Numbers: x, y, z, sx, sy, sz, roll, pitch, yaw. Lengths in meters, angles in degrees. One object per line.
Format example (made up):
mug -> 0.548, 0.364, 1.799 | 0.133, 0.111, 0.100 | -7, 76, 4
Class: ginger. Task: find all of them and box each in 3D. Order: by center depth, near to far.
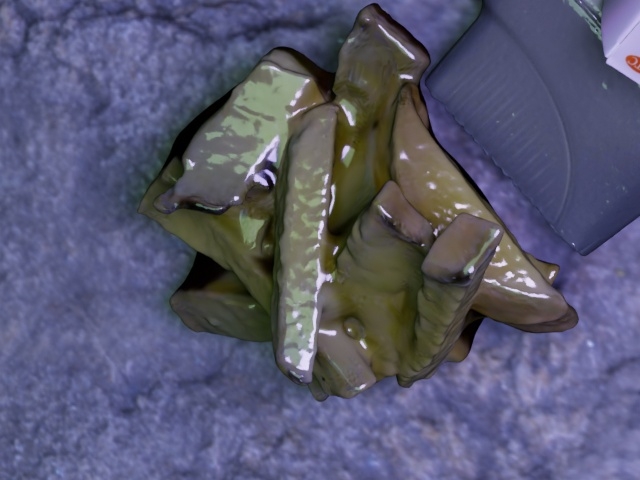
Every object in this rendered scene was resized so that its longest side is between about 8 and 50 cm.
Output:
ginger -> 0.000, 0.000, 1.336 | 0.413, 0.211, 0.358 | -10, 111, 26

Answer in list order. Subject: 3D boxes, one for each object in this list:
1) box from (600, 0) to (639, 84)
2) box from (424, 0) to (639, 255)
box -> 0.413, -0.155, 1.216 | 0.333, 0.145, 0.173 | 31, 129, -10
box -> 0.229, -0.135, 1.352 | 0.178, 0.138, 0.274 | -45, 80, 23
